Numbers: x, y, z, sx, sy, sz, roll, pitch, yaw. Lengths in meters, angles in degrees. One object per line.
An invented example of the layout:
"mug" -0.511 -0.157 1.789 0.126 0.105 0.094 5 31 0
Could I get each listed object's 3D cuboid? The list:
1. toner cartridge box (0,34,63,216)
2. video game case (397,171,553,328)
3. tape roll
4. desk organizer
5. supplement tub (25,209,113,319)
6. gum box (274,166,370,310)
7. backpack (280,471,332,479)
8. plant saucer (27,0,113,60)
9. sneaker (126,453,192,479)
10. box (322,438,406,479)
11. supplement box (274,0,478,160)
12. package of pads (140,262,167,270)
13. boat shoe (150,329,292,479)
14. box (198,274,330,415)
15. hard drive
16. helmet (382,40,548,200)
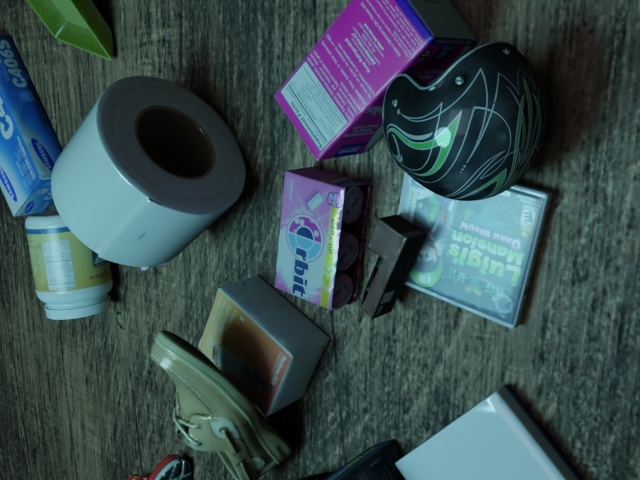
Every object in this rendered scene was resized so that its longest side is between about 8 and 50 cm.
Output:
"toner cartridge box" -0.655 -0.243 1.443 0.165 0.075 0.348 -36 78 40
"video game case" 0.177 -0.003 0.850 0.190 0.022 0.173 22 114 34
"tape roll" -0.260 -0.104 1.041 0.169 0.246 0.246 -38 77 38
"desk organizer" 0.084 0.034 0.893 0.050 0.047 0.130 38 122 30
"supplement tub" -0.485 0.041 1.327 0.144 0.144 0.200 3 103 39
"gum box" 0.000 0.000 0.970 0.107 0.062 0.188 20 113 35
"backpack" -0.070 0.472 1.015 0.276 0.263 0.213 -33 85 45
"plant saucer" -0.457 -0.422 1.206 0.188 0.045 0.188 26 158 32
"sneaker" -0.348 0.510 1.361 0.118 0.107 0.279 49 125 31
"box" 0.086 0.417 0.923 0.059 0.183 0.233 -35 79 39
"supplement box" 0.062 -0.210 0.835 0.220 0.111 0.114 -42 75 39
"package of pads" -0.313 0.010 1.238 0.032 0.050 0.083 -19 89 41
"boat shoe" -0.159 0.267 1.018 0.121 0.110 0.341 28 156 49
"box" -0.092 0.161 1.067 0.170 0.091 0.130 38 122 27
"hard drive" 0.260 0.368 0.860 0.319 0.040 0.210 53 127 16
"helmet" 0.164 -0.127 0.740 0.161 0.169 0.169 19 113 53
